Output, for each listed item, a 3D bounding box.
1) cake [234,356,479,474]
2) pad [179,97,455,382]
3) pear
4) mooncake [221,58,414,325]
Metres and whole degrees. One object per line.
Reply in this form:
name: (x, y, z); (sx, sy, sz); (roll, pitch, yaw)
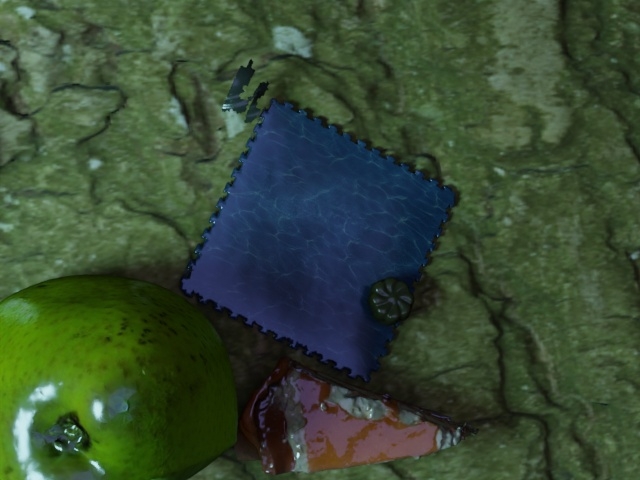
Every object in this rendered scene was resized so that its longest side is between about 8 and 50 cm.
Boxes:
cake: (0.044, 0.203, 1.988); (0.287, 0.098, 0.135); (1, 86, -14)
pad: (0.000, 0.000, 2.035); (0.270, 0.012, 0.269); (26, 81, -11)
pear: (-0.246, 0.160, 1.814); (0.343, 0.318, 0.238); (-9, 93, -16)
mooncake: (-0.001, -0.051, 2.009); (0.347, 0.057, 0.150); (39, 66, -15)
